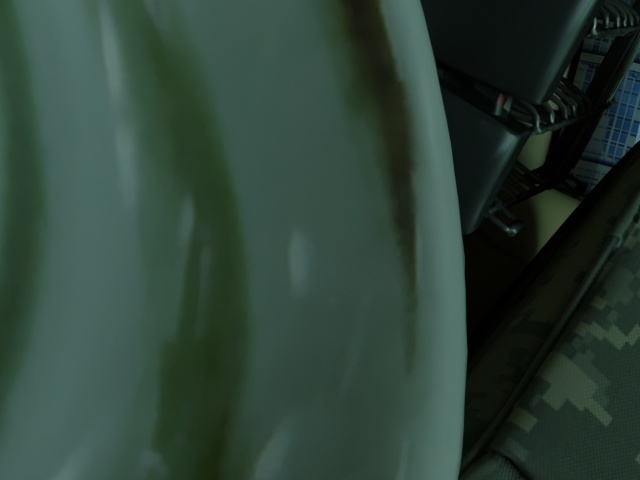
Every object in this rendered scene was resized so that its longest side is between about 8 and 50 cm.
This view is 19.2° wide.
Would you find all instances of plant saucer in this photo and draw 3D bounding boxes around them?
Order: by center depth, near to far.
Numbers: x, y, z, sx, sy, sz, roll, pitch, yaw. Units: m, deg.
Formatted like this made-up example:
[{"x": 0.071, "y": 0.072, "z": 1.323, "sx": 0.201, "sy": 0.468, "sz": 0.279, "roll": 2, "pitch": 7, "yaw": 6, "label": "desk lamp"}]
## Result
[{"x": -0.120, "y": -0.059, "z": 0.318, "sx": 0.400, "sy": 0.100, "sz": 0.400, "roll": 36, "pitch": 43, "yaw": -42, "label": "plant saucer"}]

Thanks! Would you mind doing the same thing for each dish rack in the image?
[{"x": 0.094, "y": -0.104, "z": 0.664, "sx": 0.208, "sy": 0.074, "sz": 0.271, "roll": -61, "pitch": 169, "yaw": 13, "label": "dish rack"}]

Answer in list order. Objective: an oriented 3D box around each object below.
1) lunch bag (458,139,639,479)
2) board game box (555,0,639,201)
[{"x": 0.152, "y": 0.122, "z": 0.684, "sx": 0.305, "sy": 0.256, "sz": 0.212, "roll": -47, "pitch": 176, "yaw": -39, "label": "lunch bag"}, {"x": 0.182, "y": -0.049, "z": 0.894, "sx": 0.194, "sy": 0.060, "sz": 0.194, "roll": 16, "pitch": 87, "yaw": -57, "label": "board game box"}]
